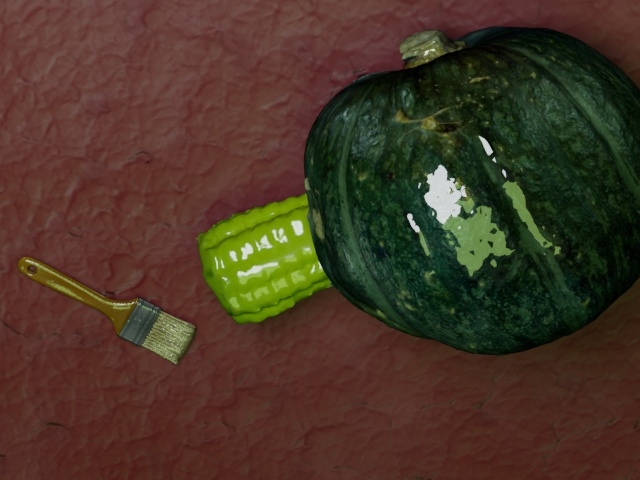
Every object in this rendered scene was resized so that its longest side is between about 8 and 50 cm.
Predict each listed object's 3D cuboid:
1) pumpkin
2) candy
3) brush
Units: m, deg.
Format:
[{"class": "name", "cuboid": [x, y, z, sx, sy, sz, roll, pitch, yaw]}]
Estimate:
[{"class": "pumpkin", "cuboid": [0.150, -0.041, 1.472, 0.293, 0.197, 0.263, -29, 105, -14]}, {"class": "candy", "cuboid": [0.000, 0.000, 1.576, 0.209, 0.097, 0.097, -20, 111, -3]}, {"class": "brush", "cuboid": [-0.191, 0.057, 1.628, 0.170, 0.014, 0.043, 28, 109, -11]}]
